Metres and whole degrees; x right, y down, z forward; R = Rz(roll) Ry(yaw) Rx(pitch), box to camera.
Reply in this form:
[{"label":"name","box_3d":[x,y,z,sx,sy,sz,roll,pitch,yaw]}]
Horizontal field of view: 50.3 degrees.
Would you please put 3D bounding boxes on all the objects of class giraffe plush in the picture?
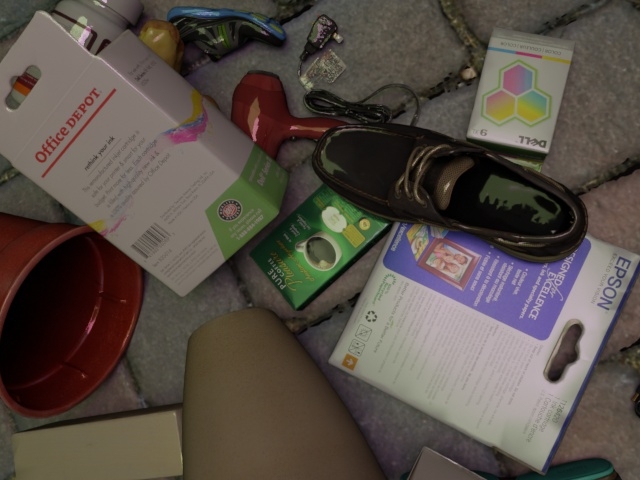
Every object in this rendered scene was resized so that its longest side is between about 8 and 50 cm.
[{"label":"giraffe plush","box_3d":[-0.217,-0.181,0.985,0.170,0.181,0.210,32,85,-6]}]

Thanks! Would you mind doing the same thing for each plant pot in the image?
[{"label":"plant pot","box_3d":[-0.444,0.075,0.966,0.265,0.272,0.272,16,89,21]},{"label":"plant pot","box_3d":[-0.074,0.236,0.883,0.256,0.256,0.274,-25,65,10]}]

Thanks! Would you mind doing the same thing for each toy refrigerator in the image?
[{"label":"toy refrigerator","box_3d":[-0.291,0.296,0.968,0.269,0.102,0.094,-13,82,17]}]

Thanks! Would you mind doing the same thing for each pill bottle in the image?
[{"label":"pill bottle","box_3d":[-0.364,-0.285,1.035,0.121,0.121,0.221,30,92,13]}]

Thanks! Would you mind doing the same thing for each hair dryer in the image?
[{"label":"hair dryer","box_3d":[-0.026,-0.165,0.969,0.293,0.080,0.223,-43,77,7]}]

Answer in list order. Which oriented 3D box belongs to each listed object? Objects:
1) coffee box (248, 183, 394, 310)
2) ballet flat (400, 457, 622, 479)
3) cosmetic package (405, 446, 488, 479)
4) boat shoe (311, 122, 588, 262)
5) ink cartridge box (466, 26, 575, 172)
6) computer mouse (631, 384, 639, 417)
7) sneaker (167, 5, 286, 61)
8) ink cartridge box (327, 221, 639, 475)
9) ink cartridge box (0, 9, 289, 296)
[{"label":"coffee box","box_3d":[0.000,0.000,0.970,0.184,0.040,0.113,-44,77,6]},{"label":"ballet flat","box_3d":[0.241,0.340,0.863,0.280,0.095,0.096,-7,92,13]},{"label":"cosmetic package","box_3d":[0.121,0.423,0.816,0.160,0.113,0.309,28,114,12]},{"label":"boat shoe","box_3d":[0.155,-0.077,0.835,0.355,0.130,0.132,16,86,13]},{"label":"ink cartridge box","box_3d":[0.259,-0.168,0.914,0.109,0.062,0.209,14,89,13]},{"label":"computer mouse","box_3d":[0.490,0.224,0.839,0.193,0.042,0.106,37,93,13]},{"label":"sneaker","box_3d":[-0.140,-0.307,1.024,0.188,0.067,0.078,7,108,12]},{"label":"ink cartridge box","box_3d":[0.210,0.095,0.903,0.307,0.072,0.303,26,89,12]},{"label":"ink cartridge box","box_3d":[-0.238,-0.116,0.876,0.353,0.119,0.207,42,117,-18]}]
